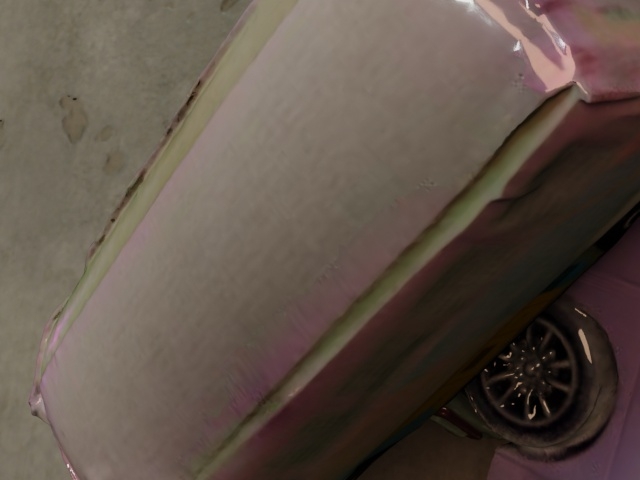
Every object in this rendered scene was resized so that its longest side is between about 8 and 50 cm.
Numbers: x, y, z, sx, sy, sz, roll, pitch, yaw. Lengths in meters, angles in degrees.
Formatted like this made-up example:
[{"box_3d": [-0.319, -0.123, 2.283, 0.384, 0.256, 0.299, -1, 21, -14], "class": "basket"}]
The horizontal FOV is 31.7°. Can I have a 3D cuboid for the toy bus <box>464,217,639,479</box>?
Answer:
[{"box_3d": [0.249, -0.035, 0.530, 0.249, 0.209, 0.440, 24, 109, 40], "class": "toy bus"}]

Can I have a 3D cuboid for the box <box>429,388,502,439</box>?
[{"box_3d": [0.098, -0.040, 0.711, 0.167, 0.193, 0.294, 27, 83, 31], "class": "box"}]

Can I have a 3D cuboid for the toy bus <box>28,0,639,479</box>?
[{"box_3d": [0.000, 0.000, 0.518, 0.386, 0.162, 0.171, -51, 61, 35], "class": "toy bus"}]
